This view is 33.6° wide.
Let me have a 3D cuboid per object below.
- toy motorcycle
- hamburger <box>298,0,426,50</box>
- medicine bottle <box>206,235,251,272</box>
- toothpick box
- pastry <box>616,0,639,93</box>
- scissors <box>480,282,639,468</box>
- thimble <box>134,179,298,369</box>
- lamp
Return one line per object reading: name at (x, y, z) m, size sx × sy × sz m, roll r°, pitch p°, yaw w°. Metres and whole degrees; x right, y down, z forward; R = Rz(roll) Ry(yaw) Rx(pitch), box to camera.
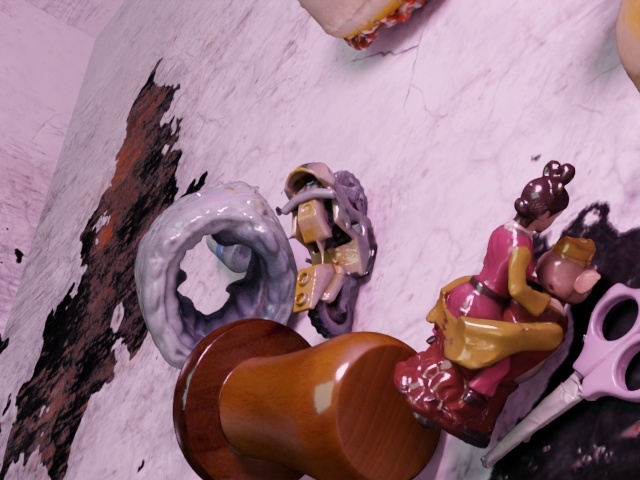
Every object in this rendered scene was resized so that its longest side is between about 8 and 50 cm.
toy motorcycle at (0.000, 0.000, 1.254) m, size 0.094 × 0.130 × 0.229 m, roll -16°, pitch 50°, yaw 32°
hamburger at (0.092, -0.397, 1.444) m, size 0.295 × 0.151 × 0.227 m, roll -41°, pitch 27°, yaw 48°
medicine bottle at (-0.137, -0.015, 1.622) m, size 0.090 × 0.053 × 0.208 m, roll -62°, pitch 25°, yaw 3°
toothpick box at (-0.021, 0.171, 1.079) m, size 0.294 × 0.192 × 0.192 m, roll -11°, pitch 56°, yaw 53°
pastry at (0.313, -0.182, 0.876) m, size 0.156 × 0.092 × 0.156 m, roll -50°, pitch 28°, yaw 39°
scissors at (0.206, 0.125, 0.866) m, size 0.212 × 0.021 × 0.110 m, roll -49°, pitch 32°, yaw 28°
thimble at (-0.136, 0.045, 1.381) m, size 0.172 × 0.205 × 0.250 m, roll -127°, pitch 57°, yaw -71°
lamp at (0.164, 0.056, 0.906) m, size 0.253 × 0.118 × 0.118 m, roll -57°, pitch 26°, yaw 10°
